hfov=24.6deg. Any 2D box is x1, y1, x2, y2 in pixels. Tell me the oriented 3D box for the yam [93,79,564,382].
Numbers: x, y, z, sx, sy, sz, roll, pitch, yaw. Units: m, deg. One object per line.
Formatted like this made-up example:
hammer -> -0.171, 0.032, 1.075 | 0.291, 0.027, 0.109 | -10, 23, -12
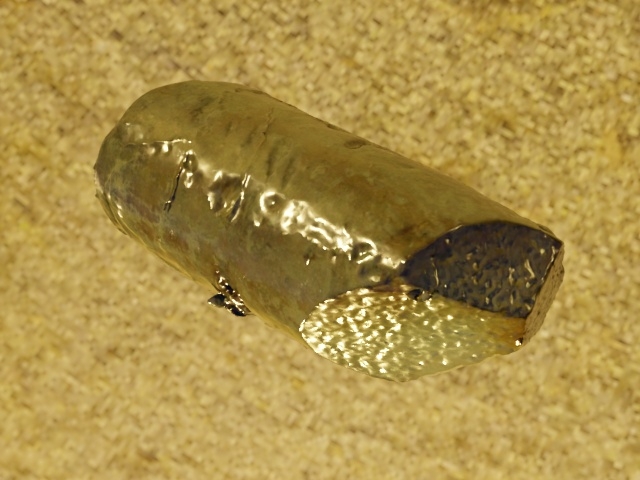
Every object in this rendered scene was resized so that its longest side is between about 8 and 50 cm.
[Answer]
yam -> 0.000, 0.000, 0.442 | 0.146, 0.069, 0.070 | 29, 146, 35
